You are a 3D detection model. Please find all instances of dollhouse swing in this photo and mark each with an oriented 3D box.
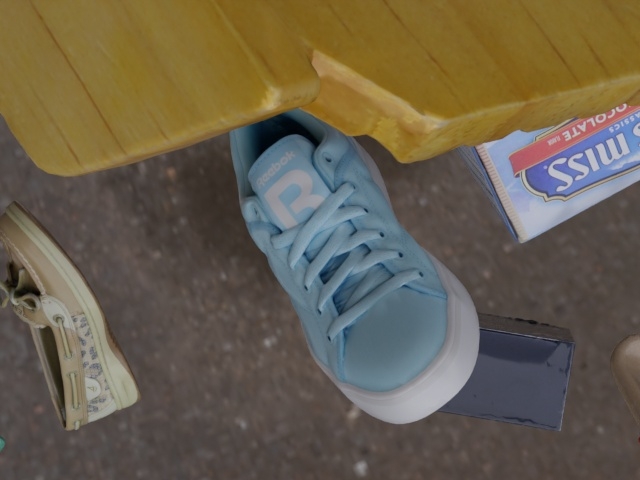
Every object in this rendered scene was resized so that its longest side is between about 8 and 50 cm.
[{"bbox_3d":[-0.055,-0.104,0.826,0.347,0.315,0.305,-16,158,-48],"label":"dollhouse swing"}]

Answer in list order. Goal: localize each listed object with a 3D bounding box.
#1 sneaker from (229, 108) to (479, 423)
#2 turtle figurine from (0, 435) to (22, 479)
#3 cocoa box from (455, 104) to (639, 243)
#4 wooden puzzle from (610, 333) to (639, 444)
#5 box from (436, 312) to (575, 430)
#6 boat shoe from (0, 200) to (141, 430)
[{"bbox_3d":[0.000,0.000,1.446,0.135,0.366,0.150,-43,128,9],"label":"sneaker"},{"bbox_3d":[-0.264,0.273,1.461,0.118,0.234,0.175,-5,132,-13],"label":"turtle figurine"},{"bbox_3d":[0.231,-0.208,1.435,0.347,0.231,0.228,-29,126,2],"label":"cocoa box"},{"bbox_3d":[0.281,0.180,1.083,0.221,0.239,0.044,26,120,-29],"label":"wooden puzzle"},{"bbox_3d":[0.171,0.126,1.821,0.156,0.158,0.093,9,93,6],"label":"box"},{"bbox_3d":[-0.270,0.085,1.842,0.089,0.104,0.285,-32,128,-12],"label":"boat shoe"}]
